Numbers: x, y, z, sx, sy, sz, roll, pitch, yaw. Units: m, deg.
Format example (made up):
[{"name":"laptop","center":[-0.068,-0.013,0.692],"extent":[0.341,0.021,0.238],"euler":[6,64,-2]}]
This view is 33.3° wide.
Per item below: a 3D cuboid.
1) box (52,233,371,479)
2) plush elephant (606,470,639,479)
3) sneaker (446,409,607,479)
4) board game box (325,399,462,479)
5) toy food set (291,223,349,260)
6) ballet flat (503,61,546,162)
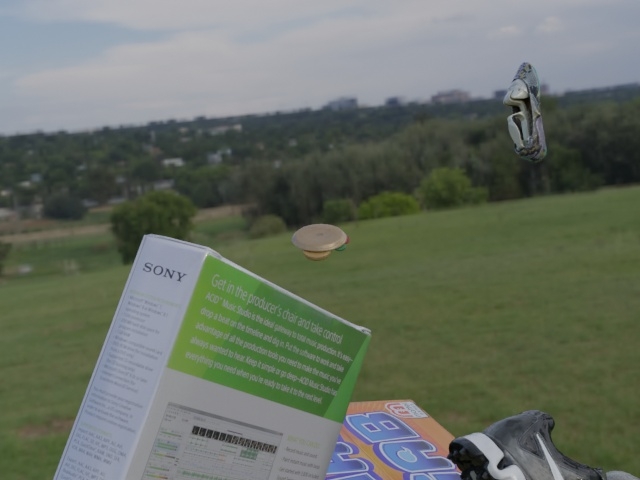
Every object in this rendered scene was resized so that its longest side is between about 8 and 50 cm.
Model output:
[{"name":"box","center":[-0.083,0.180,0.692],"extent":[0.058,0.322,0.232],"euler":[15,-9,31]},{"name":"plush elephant","center":[0.580,0.567,2.074],"extent":[0.272,0.255,0.330],"euler":[-2,37,-3]},{"name":"sneaker","center":[0.208,0.238,0.872],"extent":[0.106,0.234,0.078],"euler":[-30,-8,-22]},{"name":"board game box","center":[0.042,0.475,1.560],"extent":[0.356,0.356,0.356],"euler":[1,17,-27]},{"name":"toy food set","center":[0.000,0.000,1.557],"extent":[0.082,0.020,0.083],"euler":[-20,31,-31]},{"name":"ballet flat","center":[0.218,-0.141,1.154],"extent":[0.041,0.114,0.041],"euler":[-5,-13,-1]}]
